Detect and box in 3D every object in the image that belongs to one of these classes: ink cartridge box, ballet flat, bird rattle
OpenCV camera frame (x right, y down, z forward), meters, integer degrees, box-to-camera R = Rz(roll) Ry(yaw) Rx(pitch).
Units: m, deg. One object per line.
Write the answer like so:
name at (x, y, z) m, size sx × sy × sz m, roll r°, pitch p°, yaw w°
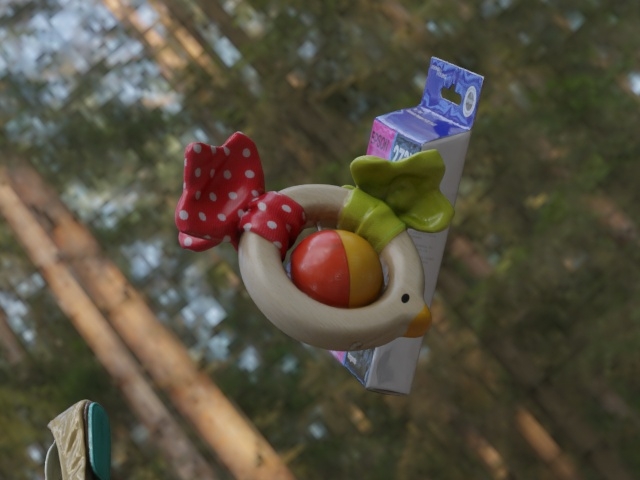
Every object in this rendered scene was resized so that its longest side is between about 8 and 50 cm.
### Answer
ink cartridge box at (0.093, -0.024, 2.186) m, size 0.069 × 0.176 × 0.371 m, roll 12°, pitch -81°, yaw -19°
ballet flat at (-0.258, 0.275, 2.055) m, size 0.073 × 0.232 × 0.080 m, roll -23°, pitch -48°, yaw 11°
bird rattle at (0.000, 0.000, 1.641) m, size 0.253 × 0.207 × 0.143 m, roll 5°, pitch -41°, yaw -30°
